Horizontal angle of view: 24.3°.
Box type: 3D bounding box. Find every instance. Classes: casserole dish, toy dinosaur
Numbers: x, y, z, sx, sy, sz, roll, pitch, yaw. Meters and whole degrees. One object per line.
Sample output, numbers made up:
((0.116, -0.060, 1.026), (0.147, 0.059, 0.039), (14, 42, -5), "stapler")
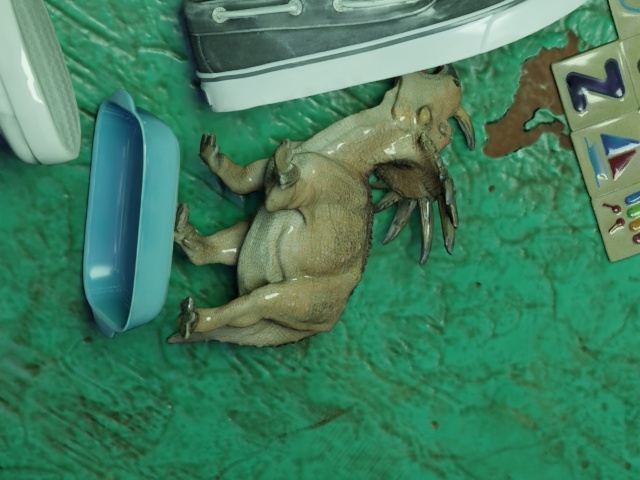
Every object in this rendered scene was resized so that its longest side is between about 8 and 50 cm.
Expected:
((-0.141, -0.019, 1.113), (0.037, 0.114, 0.188), (0, 106, -28), "casserole dish")
((0.000, 0.000, 1.125), (0.200, 0.127, 0.296), (14, 119, -33), "toy dinosaur")

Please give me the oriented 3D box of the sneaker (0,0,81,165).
((-0.293, -0.165, 1.058), (0.169, 0.108, 0.293), (-24, 91, 5), "sneaker")

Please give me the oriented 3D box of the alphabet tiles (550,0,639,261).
((0.366, -0.117, 1.170), (0.342, 0.011, 0.285), (-20, 105, 2), "alphabet tiles")

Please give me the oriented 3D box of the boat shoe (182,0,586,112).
((0.048, -0.181, 1.084), (0.301, 0.108, 0.102), (-13, 110, 7), "boat shoe")
